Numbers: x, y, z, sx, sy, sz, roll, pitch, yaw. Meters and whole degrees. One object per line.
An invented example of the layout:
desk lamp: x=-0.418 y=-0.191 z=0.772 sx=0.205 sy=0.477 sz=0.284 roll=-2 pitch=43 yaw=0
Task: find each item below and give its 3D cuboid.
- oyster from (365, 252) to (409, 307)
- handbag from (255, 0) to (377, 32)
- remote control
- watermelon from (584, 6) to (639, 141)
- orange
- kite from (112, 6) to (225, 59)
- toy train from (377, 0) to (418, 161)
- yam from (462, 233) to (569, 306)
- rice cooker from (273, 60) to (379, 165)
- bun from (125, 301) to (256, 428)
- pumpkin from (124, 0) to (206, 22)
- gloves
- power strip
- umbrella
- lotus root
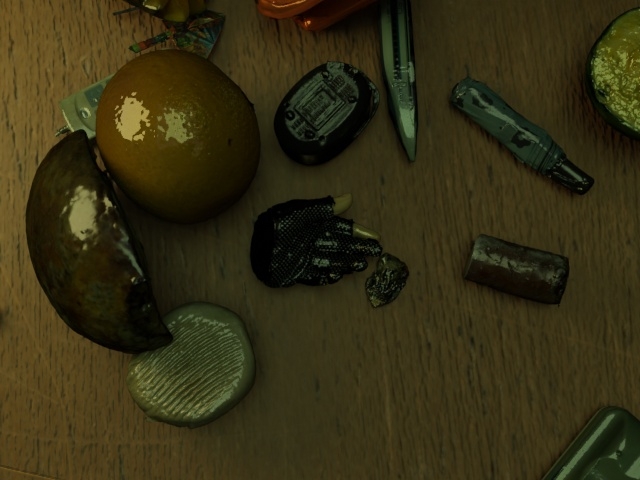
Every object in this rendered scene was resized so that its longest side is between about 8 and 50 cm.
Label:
oyster: x=0.096 y=0.061 z=1.063 sx=0.054 sy=0.019 sz=0.083 roll=29 pitch=81 yaw=3
handbag: x=0.026 y=-0.526 z=1.031 sx=0.304 sy=0.116 sz=0.409 roll=-14 pitch=77 yaw=42
remote control: x=0.343 y=0.385 z=0.993 sx=0.128 sy=0.065 sz=0.335 roll=41 pitch=82 yaw=8
watermelon: x=0.494 y=-0.228 z=1.065 sx=0.232 sy=0.127 sz=0.204 roll=17 pitch=80 yaw=4
orange: x=-0.190 y=-0.138 z=0.990 sx=0.237 sy=0.236 sz=0.236 roll=0 pitch=81 yaw=-1
kite: x=-0.215 y=-0.317 z=1.107 sx=0.160 sy=0.010 sz=0.182 roll=-26 pitch=69 yaw=-17
toy train: x=0.116 y=-0.239 z=1.096 sx=0.048 sy=0.055 sz=0.251 roll=-2 pitch=80 yaw=-2
yam: x=0.280 y=0.040 z=1.044 sx=0.141 sy=0.079 sz=0.079 roll=15 pitch=81 yaw=4
rice cooker: x=0.006 y=-0.186 z=1.062 sx=0.112 sy=0.106 sz=0.165 roll=44 pitch=93 yaw=9
bun: x=-0.172 y=0.172 z=0.994 sx=0.173 sy=0.113 sz=0.166 roll=-11 pitch=74 yaw=-1
pumpkin: x=-0.258 y=-0.401 z=1.102 sx=0.149 sy=0.130 sz=0.253 roll=-15 pitch=53 yaw=29
gloves: x=-0.001 y=0.002 z=1.045 sx=0.181 sy=0.106 sz=0.129 roll=0 pitch=81 yaw=-30
power strip: x=-0.297 y=-0.212 z=1.095 sx=0.227 sy=0.029 sz=0.079 roll=-29 pitch=82 yaw=-6
umbrella: x=0.301 y=-0.155 z=1.090 sx=0.250 sy=0.052 sz=0.053 roll=39 pitch=48 yaw=5
lotus root: x=-0.311 y=0.006 z=0.950 sx=0.142 sy=0.210 sz=0.314 roll=-25 pitch=44 yaw=-12
